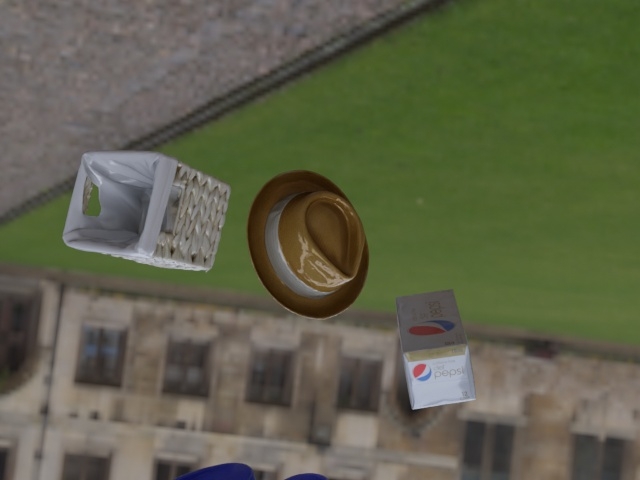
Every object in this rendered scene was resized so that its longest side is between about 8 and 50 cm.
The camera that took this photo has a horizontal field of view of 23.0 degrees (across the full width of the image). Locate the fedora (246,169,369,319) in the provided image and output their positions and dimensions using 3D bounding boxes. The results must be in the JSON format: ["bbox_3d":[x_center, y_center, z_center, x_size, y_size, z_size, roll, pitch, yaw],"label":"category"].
[{"bbox_3d":[0.000,0.000,1.984,0.194,0.194,0.079,9,165,-30],"label":"fedora"}]

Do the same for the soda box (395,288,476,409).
[{"bbox_3d":[0.129,0.120,1.793,0.074,0.069,0.216,-9,-165,3],"label":"soda box"}]

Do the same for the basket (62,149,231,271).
[{"bbox_3d":[-0.188,-0.032,1.717,0.103,0.113,0.167,18,172,-39],"label":"basket"}]

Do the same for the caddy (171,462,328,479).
[{"bbox_3d":[-0.113,0.386,1.757,0.241,0.179,0.341,1,-164,36],"label":"caddy"}]
